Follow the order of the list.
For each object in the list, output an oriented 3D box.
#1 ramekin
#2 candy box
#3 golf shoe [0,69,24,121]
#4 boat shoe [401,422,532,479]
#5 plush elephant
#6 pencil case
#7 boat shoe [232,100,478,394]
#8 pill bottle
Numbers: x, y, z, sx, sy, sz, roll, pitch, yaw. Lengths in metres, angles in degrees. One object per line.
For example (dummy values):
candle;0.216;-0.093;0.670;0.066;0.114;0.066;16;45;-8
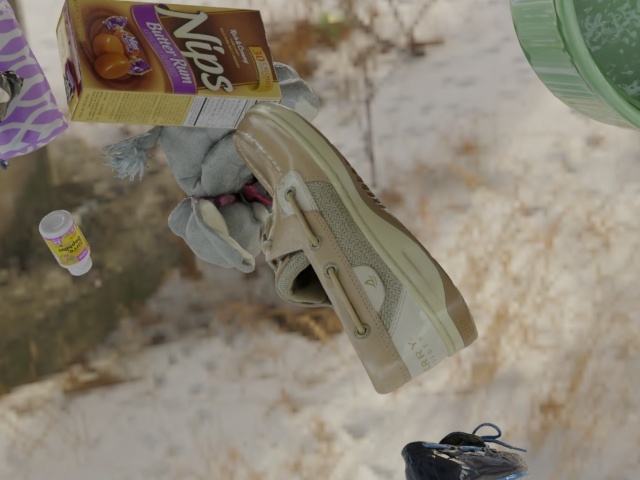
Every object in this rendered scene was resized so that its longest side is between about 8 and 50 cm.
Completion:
ramekin;0.322;-0.238;1.583;0.303;0.303;0.148;-16;10;-19
candy box;-0.136;-0.159;1.546;0.186;0.053;0.109;1;55;-24
golf shoe;-0.364;-0.100;1.658;0.077;0.198;0.094;30;47;-19
boat shoe;0.178;0.260;2.027;0.109;0.089;0.258;-33;-18;16
plush elephant;-0.122;-0.079;2.499;0.330;0.255;0.272;-25;15;-9
pencil case;-0.339;-0.185;1.807;0.086;0.206;0.088;-23;9;9
boat shoe;0.000;0.000;1.310;0.098;0.109;0.302;-36;49;-6
pill bottle;-0.310;0.005;2.108;0.043;0.083;0.043;-12;45;13
